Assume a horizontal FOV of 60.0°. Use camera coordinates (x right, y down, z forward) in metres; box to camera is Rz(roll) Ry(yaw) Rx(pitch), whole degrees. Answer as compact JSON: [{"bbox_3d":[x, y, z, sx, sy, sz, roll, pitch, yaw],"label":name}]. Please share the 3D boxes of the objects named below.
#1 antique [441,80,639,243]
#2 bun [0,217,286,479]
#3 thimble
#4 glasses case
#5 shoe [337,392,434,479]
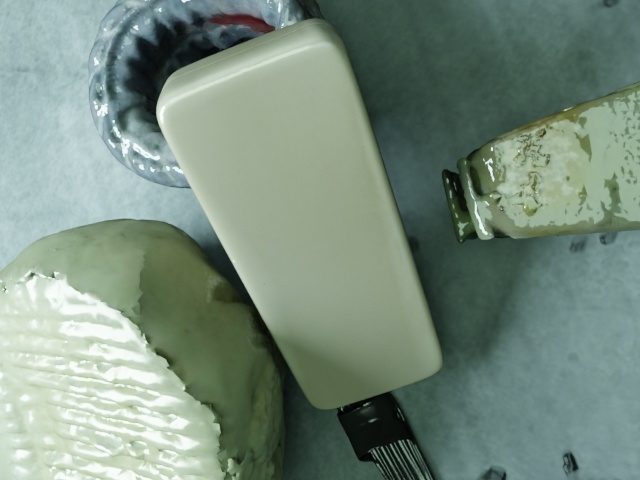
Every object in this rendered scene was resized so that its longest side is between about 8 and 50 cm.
[{"bbox_3d":[0.250,-0.066,0.468,0.284,0.125,0.150,-13,87,17],"label":"antique"},{"bbox_3d":[-0.173,0.149,0.564,0.359,0.211,0.360,7,106,23],"label":"bun"},{"bbox_3d":[-0.093,-0.157,0.554,0.236,0.172,0.205,-33,84,18],"label":"thimble"},{"bbox_3d":[0.000,0.000,0.474,0.143,0.076,0.337,-18,122,5],"label":"glasses case"},{"bbox_3d":[0.066,0.214,0.572,0.062,0.053,0.159,-35,84,19],"label":"shoe"}]
